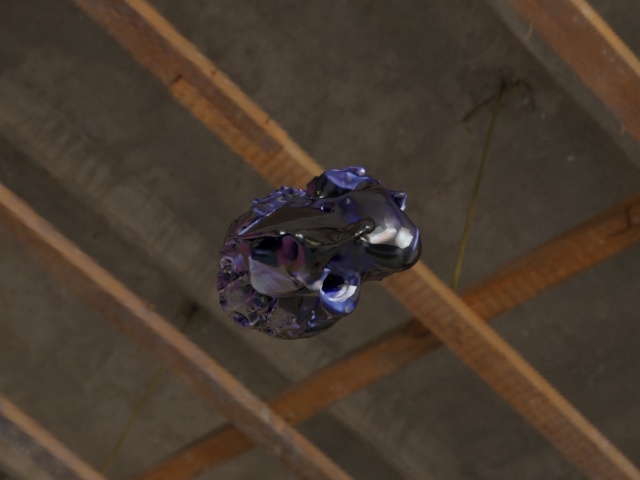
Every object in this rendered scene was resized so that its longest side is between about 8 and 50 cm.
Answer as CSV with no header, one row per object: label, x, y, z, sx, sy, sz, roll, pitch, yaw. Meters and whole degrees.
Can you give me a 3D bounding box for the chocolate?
chocolate,0.000,0.002,0.798,0.149,0.126,0.343,5,-8,-8
